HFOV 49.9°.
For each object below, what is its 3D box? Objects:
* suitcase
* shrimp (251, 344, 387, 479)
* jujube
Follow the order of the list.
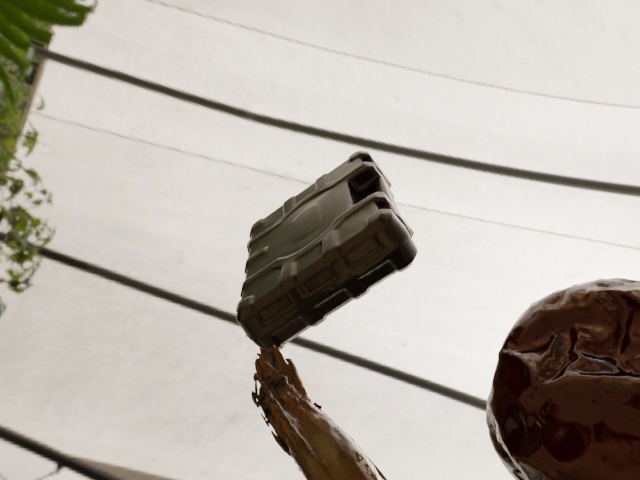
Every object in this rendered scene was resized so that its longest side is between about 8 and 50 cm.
[{"bbox_3d":[0.000,0.000,0.817,0.206,0.066,0.285,-33,-161,11],"label":"suitcase"},{"bbox_3d":[0.022,0.186,0.593,0.053,0.236,0.133,-46,170,13],"label":"shrimp"},{"bbox_3d":[0.366,0.177,0.677,0.377,0.276,0.276,5,-102,30],"label":"jujube"}]
